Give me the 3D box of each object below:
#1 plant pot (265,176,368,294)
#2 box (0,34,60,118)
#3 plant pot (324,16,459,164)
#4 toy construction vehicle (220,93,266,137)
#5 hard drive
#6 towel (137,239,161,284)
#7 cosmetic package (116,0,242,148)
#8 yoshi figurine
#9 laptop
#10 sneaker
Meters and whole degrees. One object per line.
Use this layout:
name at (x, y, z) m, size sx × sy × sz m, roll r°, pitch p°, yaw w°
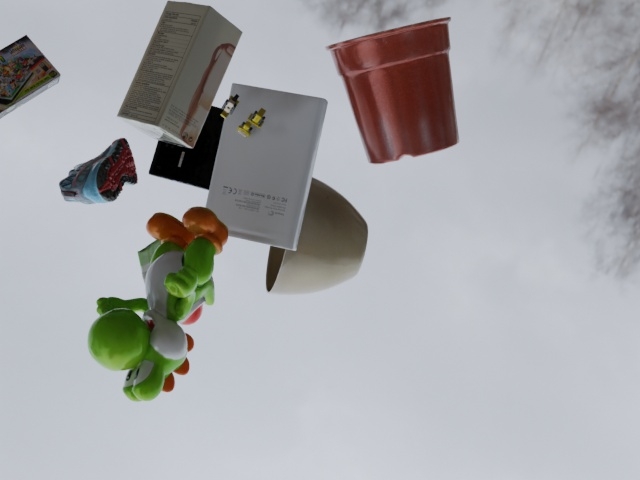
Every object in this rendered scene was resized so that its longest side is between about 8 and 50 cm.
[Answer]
plant pot at (0.000, 0.000, 2.309) m, size 0.190 × 0.284 × 0.284 m, roll 12°, pitch -153°, yaw -11°
box at (-0.646, -0.320, 2.062) m, size 0.207 × 0.036 × 0.114 m, roll -41°, pitch -91°, yaw -29°
plant pot at (0.169, -0.311, 2.151) m, size 0.272 × 0.265 × 0.272 m, roll -13°, pitch -171°, yaw 2°
toy construction vehicle at (-0.151, -0.249, 1.998) m, size 0.085 × 0.098 × 0.035 m, roll 33°, pitch -118°, yaw -5°
hard drive at (-0.114, -0.150, 2.048) m, size 0.203 × 0.308 × 0.040 m, roll 12°, pitch 178°, yaw 16°
towel at (-0.330, 0.078, 2.093) m, size 0.023 × 0.152 × 0.113 m, roll -6°, pitch -164°, yaw 18°
cosmetic package at (-0.315, -0.374, 2.283) m, size 0.153 × 0.296 × 0.129 m, roll 18°, pitch 173°, yaw 39°
yoshi figurine at (-0.308, 0.104, 1.841) m, size 0.202 × 0.204 × 0.362 m, roll 14°, pitch -116°, yaw 2°
laptop at (-0.273, -0.200, 2.516) m, size 0.264 × 0.136 × 0.234 m, roll 15°, pitch -118°, yaw -6°
sneaker at (-0.465, -0.144, 2.103) m, size 0.125 × 0.104 × 0.262 m, roll -9°, pitch -165°, yaw 10°
